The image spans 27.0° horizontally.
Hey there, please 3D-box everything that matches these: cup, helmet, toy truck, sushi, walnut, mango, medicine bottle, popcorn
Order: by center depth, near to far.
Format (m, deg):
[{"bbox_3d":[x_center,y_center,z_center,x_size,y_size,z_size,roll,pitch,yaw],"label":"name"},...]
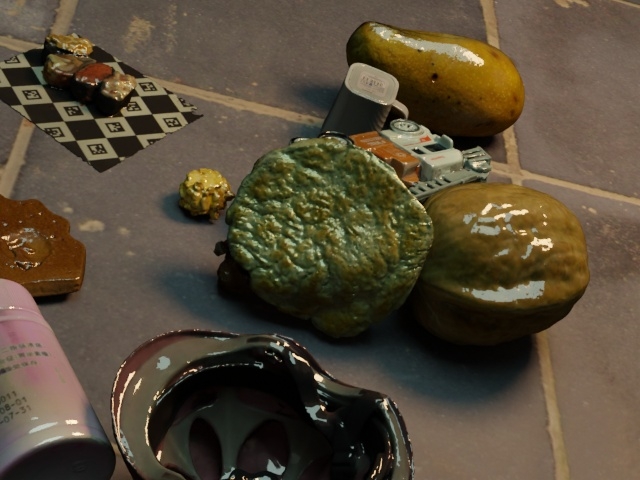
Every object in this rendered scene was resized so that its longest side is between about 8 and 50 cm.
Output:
[{"bbox_3d":[-0.070,0.258,1.466,0.338,0.197,0.271,20,44,10],"label":"helmet"},{"bbox_3d":[-0.344,0.177,1.480,0.152,0.152,0.254,-8,45,-32],"label":"medicine bottle"},{"bbox_3d":[0.247,0.031,1.866,0.283,0.227,0.283,7,33,-4],"label":"walnut"},{"bbox_3d":[-0.166,-0.069,1.951,0.083,0.057,0.082,11,31,-6],"label":"popcorn"},{"bbox_3d":[0.101,-0.079,1.989,0.338,0.133,0.184,-14,33,-37],"label":"toy truck"},{"bbox_3d":[-0.358,-0.245,2.091,0.290,0.050,0.264,34,39,18],"label":"sushi"},{"bbox_3d":[0.078,-0.203,2.176,0.128,0.129,0.095,22,43,-2],"label":"cup"},{"bbox_3d":[0.194,-0.270,2.268,0.329,0.176,0.175,7,24,-16],"label":"mango"}]

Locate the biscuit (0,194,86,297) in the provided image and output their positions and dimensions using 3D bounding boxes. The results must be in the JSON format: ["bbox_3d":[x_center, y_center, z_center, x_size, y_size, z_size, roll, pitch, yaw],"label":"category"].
[{"bbox_3d":[-0.412,0.004,1.766,0.182,0.034,0.215,-6,42,-31],"label":"biscuit"}]

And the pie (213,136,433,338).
[{"bbox_3d":[0.006,-0.007,1.790,0.274,0.257,0.105,24,11,6],"label":"pie"}]

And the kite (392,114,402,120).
[{"bbox_3d":[0.134,-0.204,2.302,0.078,0.002,0.044,-15,49,-38],"label":"kite"}]
